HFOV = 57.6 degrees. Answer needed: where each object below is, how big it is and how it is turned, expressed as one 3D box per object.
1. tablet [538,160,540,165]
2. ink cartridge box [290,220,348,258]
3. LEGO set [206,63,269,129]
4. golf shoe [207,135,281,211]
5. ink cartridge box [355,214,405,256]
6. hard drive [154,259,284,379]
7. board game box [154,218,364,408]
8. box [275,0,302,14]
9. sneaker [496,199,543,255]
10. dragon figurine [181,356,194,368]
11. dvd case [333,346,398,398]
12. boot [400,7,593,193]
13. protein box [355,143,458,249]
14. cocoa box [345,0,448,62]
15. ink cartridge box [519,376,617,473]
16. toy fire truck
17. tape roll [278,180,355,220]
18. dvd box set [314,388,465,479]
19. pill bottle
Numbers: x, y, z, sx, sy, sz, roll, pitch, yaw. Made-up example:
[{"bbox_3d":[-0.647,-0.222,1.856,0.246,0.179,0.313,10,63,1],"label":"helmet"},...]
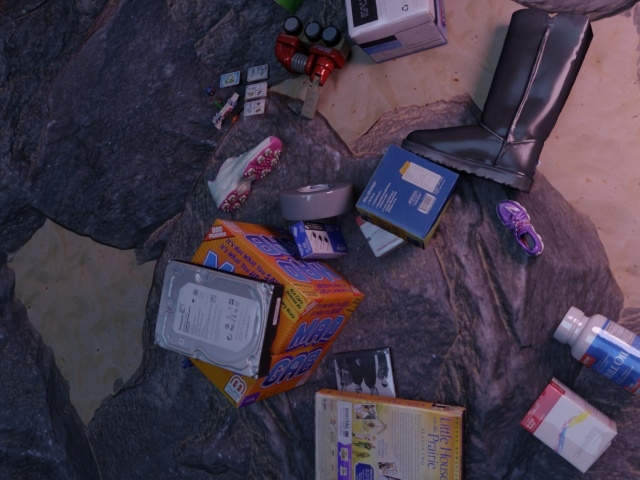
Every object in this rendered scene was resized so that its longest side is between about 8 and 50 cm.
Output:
[{"bbox_3d":[0.537,-0.189,1.545,0.054,0.006,0.083,42,103,23],"label":"tablet"},{"bbox_3d":[0.000,0.000,1.681,0.046,0.207,0.097,-27,75,27],"label":"ink cartridge box"},{"bbox_3d":[-0.279,-0.480,1.960,0.244,0.060,0.182,-5,72,24],"label":"LEGO set"},{"bbox_3d":[-0.255,-0.236,1.882,0.306,0.115,0.140,-46,65,15],"label":"golf shoe"},{"bbox_3d":[0.179,-0.031,1.680,0.099,0.056,0.135,-33,73,20],"label":"ink cartridge box"},{"bbox_3d":[-0.266,0.192,1.480,0.339,0.064,0.237,12,92,28],"label":"hard drive"},{"bbox_3d":[-0.165,0.195,1.664,0.356,0.356,0.356,38,103,23],"label":"board game box"},{"bbox_3d":[-0.112,-0.908,1.851,0.231,0.127,0.262,45,105,23],"label":"box"},{"bbox_3d":[0.519,-0.037,1.507,0.068,0.071,0.170,-39,70,18],"label":"sneaker"},{"bbox_3d":[-0.374,0.293,1.911,0.144,0.085,0.289,46,106,21],"label":"dragon figurine"},{"bbox_3d":[0.135,0.437,1.682,0.179,0.029,0.238,-11,82,25],"label":"dvd case"},{"bbox_3d":[0.452,-0.389,1.522,0.367,0.146,0.445,21,98,18],"label":"boot"},{"bbox_3d":[0.236,-0.116,1.575,0.201,0.136,0.200,28,84,16],"label":"protein box"},{"bbox_3d":[0.204,-0.717,1.625,0.231,0.228,0.347,-9,82,25],"label":"cocoa box"},{"bbox_3d":[0.597,0.440,1.400,0.176,0.128,0.127,36,102,24],"label":"ink cartridge box"},{"bbox_3d":[-0.043,-0.527,1.794,0.217,0.158,0.246,24,86,25],"label":"toy fire truck"},{"bbox_3d":[-0.010,-0.118,1.685,0.219,0.219,0.072,-2,106,26],"label":"tape roll"},{"bbox_3d":[0.185,0.586,1.605,0.420,0.062,0.307,0,94,24],"label":"dvd box set"},{"bbox_3d":[0.676,0.253,1.379,0.221,0.124,0.124,32,100,25],"label":"pill bottle"}]
